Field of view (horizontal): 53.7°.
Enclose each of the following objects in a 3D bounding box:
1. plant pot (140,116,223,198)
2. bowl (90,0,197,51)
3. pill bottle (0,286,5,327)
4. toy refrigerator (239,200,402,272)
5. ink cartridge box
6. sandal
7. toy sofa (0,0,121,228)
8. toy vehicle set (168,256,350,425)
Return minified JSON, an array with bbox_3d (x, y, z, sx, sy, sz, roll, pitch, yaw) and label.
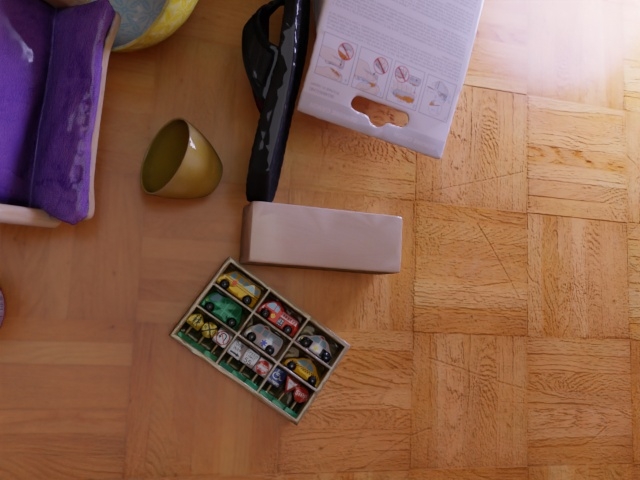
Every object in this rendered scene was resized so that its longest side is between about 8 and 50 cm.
[{"bbox_3d":[-0.220,-0.121,1.045,0.095,0.134,0.134,26,75,-42],"label":"plant pot"},{"bbox_3d":[-0.283,-0.441,1.021,0.156,0.289,0.289,-10,85,-61],"label":"bowl"},{"bbox_3d":[-0.526,0.090,0.832,0.161,0.283,0.161,2,83,-17],"label":"pill bottle"},{"bbox_3d":[0.000,0.000,1.105,0.270,0.094,0.102,5,84,-18],"label":"toy refrigerator"},{"bbox_3d":[0.125,-0.371,1.139,0.308,0.091,0.385,14,91,-25],"label":"ink cartridge box"},{"bbox_3d":[-0.092,-0.287,1.082,0.107,0.167,0.445,11,80,2],"label":"sandal"},{"bbox_3d":[-0.426,-0.203,0.911,0.177,0.150,0.362,7,89,22],"label":"toy sofa"},{"bbox_3d":[-0.101,0.172,1.083,0.267,0.035,0.166,37,75,-10],"label":"toy vehicle set"}]
